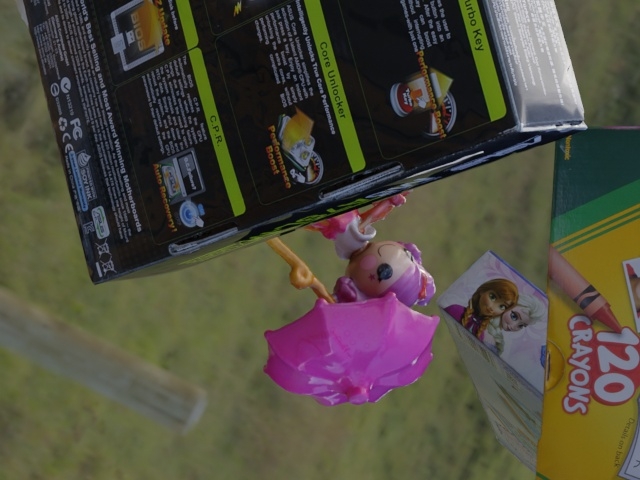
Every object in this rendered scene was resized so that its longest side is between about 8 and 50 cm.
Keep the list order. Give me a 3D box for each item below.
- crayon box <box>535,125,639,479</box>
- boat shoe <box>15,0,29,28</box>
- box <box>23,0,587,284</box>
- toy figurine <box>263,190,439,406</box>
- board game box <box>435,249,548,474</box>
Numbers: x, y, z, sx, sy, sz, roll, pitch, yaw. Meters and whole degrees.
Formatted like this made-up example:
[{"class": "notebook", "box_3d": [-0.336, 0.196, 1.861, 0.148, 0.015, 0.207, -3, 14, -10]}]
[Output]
[{"class": "crayon box", "box_3d": [0.203, 0.080, 0.772, 0.081, 0.165, 0.278, 55, 39, -66]}, {"class": "boat shoe", "box_3d": [-0.146, -0.147, 1.009, 0.079, 0.227, 0.081, 11, 131, -43]}, {"class": "box", "box_3d": [-0.024, -0.098, 0.463, 0.184, 0.190, 0.045, -19, 173, 37]}, {"class": "toy figurine", "box_3d": [0.000, 0.000, 0.694, 0.173, 0.159, 0.130, -31, 176, -46]}, {"class": "board game box", "box_3d": [0.250, 0.187, 1.168, 0.066, 0.319, 0.318, -43, 151, -9]}]
